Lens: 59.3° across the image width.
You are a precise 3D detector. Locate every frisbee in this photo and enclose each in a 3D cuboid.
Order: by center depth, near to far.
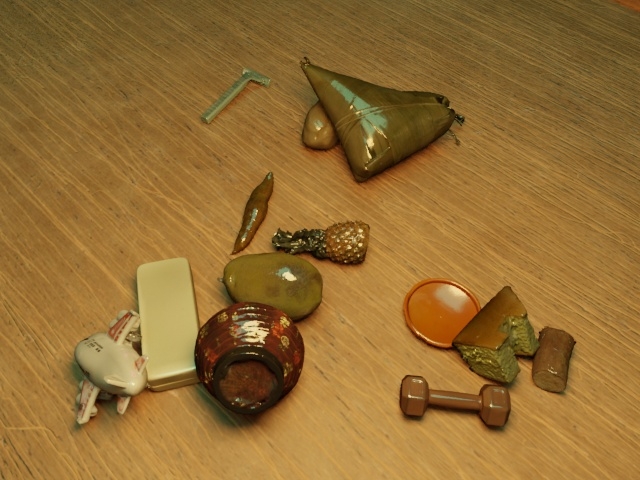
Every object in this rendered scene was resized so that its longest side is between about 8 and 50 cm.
[{"bbox_3d":[0.294,0.176,1.359,0.192,0.035,0.192,2,53,-2],"label":"frisbee"}]

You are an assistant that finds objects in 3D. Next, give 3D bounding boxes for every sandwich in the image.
[{"bbox_3d":[0.422,0.201,1.279,0.235,0.122,0.128,-41,26,-29],"label":"sandwich"}]

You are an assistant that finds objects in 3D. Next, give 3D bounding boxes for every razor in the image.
[{"bbox_3d":[-0.286,-0.474,1.827,0.111,0.056,0.278,29,58,18],"label":"razor"}]

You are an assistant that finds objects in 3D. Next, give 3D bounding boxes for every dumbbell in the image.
[{"bbox_3d":[0.287,0.342,1.205,0.231,0.082,0.092,5,54,3],"label":"dumbbell"}]

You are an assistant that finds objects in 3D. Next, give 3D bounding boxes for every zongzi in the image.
[{"bbox_3d":[0.209,-0.416,1.631,0.447,0.181,0.418,-29,86,-21],"label":"zongzi"}]

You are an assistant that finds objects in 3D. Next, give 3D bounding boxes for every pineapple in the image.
[{"bbox_3d":[0.000,0.000,1.442,0.251,0.125,0.125,2,53,7],"label":"pineapple"}]

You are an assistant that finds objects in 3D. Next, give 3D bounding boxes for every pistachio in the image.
[{"bbox_3d":[0.013,-0.364,1.713,0.135,0.136,0.226,13,49,9],"label":"pistachio"}]

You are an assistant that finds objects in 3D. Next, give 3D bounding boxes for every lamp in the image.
[{"bbox_3d":[-0.148,0.242,1.191,0.247,0.247,0.247,1,53,-1],"label":"lamp"}]

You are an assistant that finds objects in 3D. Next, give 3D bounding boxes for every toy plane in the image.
[{"bbox_3d":[-0.443,0.264,1.187,0.252,0.118,0.252,-22,54,34],"label":"toy plane"}]

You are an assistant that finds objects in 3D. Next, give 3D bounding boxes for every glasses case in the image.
[{"bbox_3d":[-0.351,0.188,1.316,0.131,0.070,0.313,-11,54,-10],"label":"glasses case"}]

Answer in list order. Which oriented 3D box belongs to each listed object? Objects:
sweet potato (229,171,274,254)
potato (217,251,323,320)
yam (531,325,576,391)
[{"bbox_3d":[-0.179,-0.074,1.525,0.067,0.067,0.274,14,59,10],"label":"sweet potato"},{"bbox_3d":[-0.118,0.103,1.318,0.251,0.174,0.159,5,33,5],"label":"potato"},{"bbox_3d":[0.525,0.266,1.270,0.084,0.084,0.127,20,52,14],"label":"yam"}]
